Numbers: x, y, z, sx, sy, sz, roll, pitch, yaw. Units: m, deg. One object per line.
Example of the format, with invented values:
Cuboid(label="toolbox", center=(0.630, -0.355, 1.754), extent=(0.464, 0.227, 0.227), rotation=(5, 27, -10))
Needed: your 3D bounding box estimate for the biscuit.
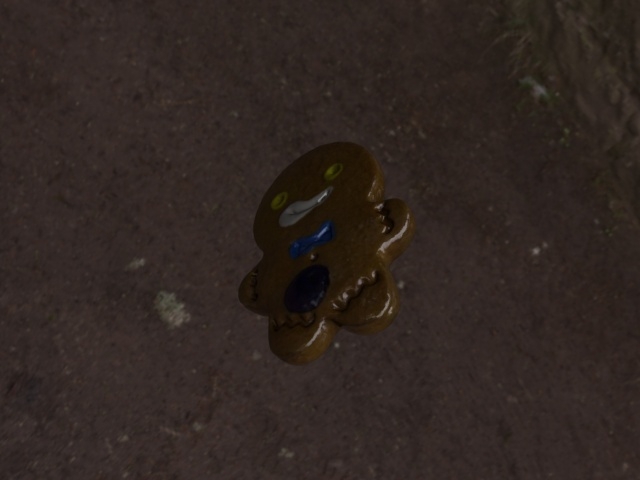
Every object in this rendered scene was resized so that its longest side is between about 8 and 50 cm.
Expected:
Cuboid(label="biscuit", center=(0.000, 0.000, 0.789), extent=(0.039, 0.180, 0.236), rotation=(45, 24, -38))
